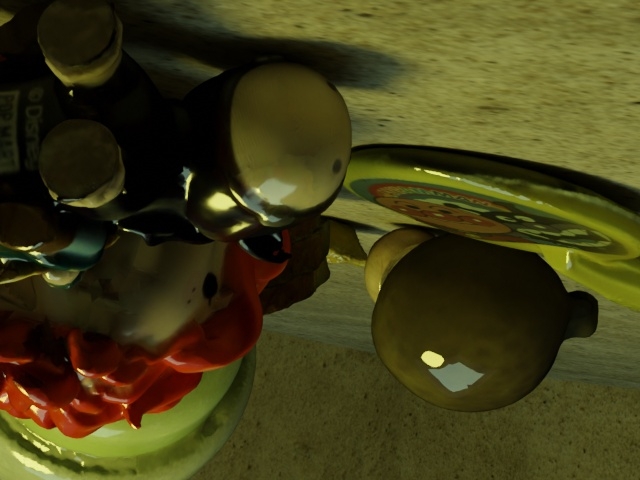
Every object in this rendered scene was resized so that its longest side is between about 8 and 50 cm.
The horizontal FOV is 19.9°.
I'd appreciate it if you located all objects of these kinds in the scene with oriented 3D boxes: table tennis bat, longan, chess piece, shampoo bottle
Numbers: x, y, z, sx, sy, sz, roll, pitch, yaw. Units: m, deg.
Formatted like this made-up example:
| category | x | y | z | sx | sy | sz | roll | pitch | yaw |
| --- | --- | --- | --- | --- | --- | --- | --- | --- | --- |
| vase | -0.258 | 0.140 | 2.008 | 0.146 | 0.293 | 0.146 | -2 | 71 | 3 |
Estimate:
| category | x | y | z | sx | sy | sz | roll | pitch | yaw |
| --- | --- | --- | --- | --- | --- | --- | --- | --- | --- |
| table tennis bat | 0.167 | -0.005 | 1.357 | 0.224 | 0.054 | 0.368 | 6 | 169 | 45 |
| longan | 0.147 | 0.069 | 1.597 | 0.204 | 0.159 | 0.185 | -2 | 168 | -14 |
| chess piece | 0.081 | 0.029 | 1.684 | 0.083 | 0.084 | 0.038 | 14 | -165 | -30 |
| shampoo bottle | -0.234 | 0.120 | 1.882 | 0.322 | 0.322 | 0.317 | 12 | 151 | -15 |

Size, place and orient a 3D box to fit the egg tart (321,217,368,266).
| category | x | y | z | sx | sy | sz | roll | pitch | yaw |
| --- | --- | --- | --- | --- | --- | --- | --- | --- | --- |
| egg tart | 0.000 | 0.000 | 1.756 | 0.105 | 0.039 | 0.105 | 10 | 174 | 1 |

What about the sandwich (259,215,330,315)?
| category | x | y | z | sx | sy | sz | roll | pitch | yaw |
| --- | --- | --- | --- | --- | --- | --- | --- | --- | --- |
| sandwich | -0.160 | 0.001 | 1.486 | 0.301 | 0.099 | 0.271 | 5 | -165 | 29 |

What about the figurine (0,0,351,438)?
| category | x | y | z | sx | sy | sz | roll | pitch | yaw |
| --- | --- | --- | --- | --- | --- | --- | --- | --- | --- |
| figurine | -0.139 | -0.022 | 1.081 | 0.306 | 0.241 | 0.412 | -12 | 165 | -24 |
